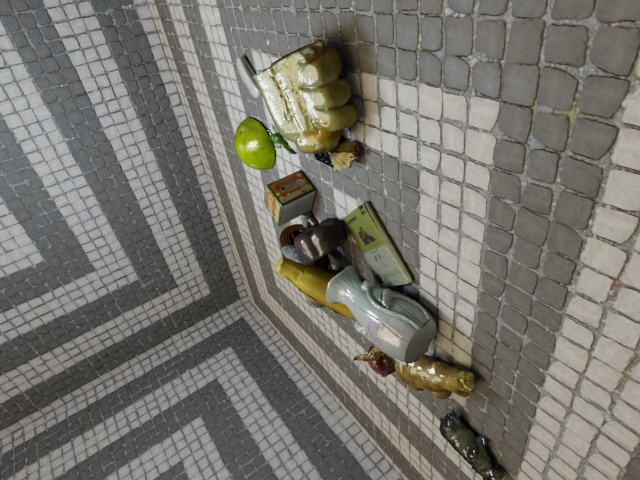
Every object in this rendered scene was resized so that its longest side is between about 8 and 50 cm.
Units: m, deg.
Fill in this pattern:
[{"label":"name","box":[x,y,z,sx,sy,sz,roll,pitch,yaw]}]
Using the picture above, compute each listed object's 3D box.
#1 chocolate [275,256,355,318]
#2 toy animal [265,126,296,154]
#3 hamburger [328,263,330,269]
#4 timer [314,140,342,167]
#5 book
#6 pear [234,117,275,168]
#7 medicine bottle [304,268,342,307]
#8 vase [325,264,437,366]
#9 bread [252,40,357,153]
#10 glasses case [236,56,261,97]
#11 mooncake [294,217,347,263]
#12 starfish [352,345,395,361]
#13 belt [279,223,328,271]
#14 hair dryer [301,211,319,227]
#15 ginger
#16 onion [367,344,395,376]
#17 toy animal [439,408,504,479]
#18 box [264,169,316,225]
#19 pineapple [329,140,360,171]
[{"label":"chocolate","box":[-0.002,0.205,1.892,0.446,0.162,0.162,28,160,-11]},{"label":"toy animal","box":[-0.186,-0.449,1.962,0.217,0.041,0.075,47,152,20]},{"label":"hamburger","box":[-0.014,0.115,2.173,0.141,0.082,0.126,62,157,-2]},{"label":"timer","box":[0.027,-0.365,1.603,0.187,0.055,0.144,39,146,50]},{"label":"book","box":[0.220,0.031,1.663,0.352,0.035,0.239,60,159,3]},{"label":"pear","box":[-0.334,-0.477,2.133,0.239,0.139,0.287,12,128,50]},{"label":"medicine bottle","box":[0.030,0.252,2.147,0.151,0.151,0.322,59,156,7]},{"label":"vase","box":[0.226,0.275,1.641,0.445,0.250,0.249,34,145,38]},{"label":"bread","box":[-0.022,-0.469,1.396,0.301,0.210,0.341,-10,114,42]},{"label":"glasses case","box":[-0.329,-0.750,1.905,0.197,0.049,0.076,61,156,1]},{"label":"mooncake","box":[0.000,0.000,1.823,0.133,0.245,0.245,62,157,-10]},{"label":"starfish","box":[0.301,0.424,1.784,0.302,0.084,0.293,10,109,15]},{"label":"belt","box":[-0.081,0.049,2.060,0.338,0.217,0.122,-127,23,-46]},{"label":"hair dryer","box":[-0.037,-0.078,2.058,0.154,0.054,0.106,43,155,29]},{"label":"ginger","box":[0.449,0.557,1.619,0.375,0.166,0.236,23,129,62]},{"label":"onion","box":[0.287,0.546,1.958,0.159,0.160,0.195,64,168,-6]},{"label":"toy animal","box":[0.616,0.850,1.668,0.343,0.106,0.168,53,155,12]},{"label":"box","box":[-0.146,-0.202,1.951,0.148,0.195,0.177,53,156,20]},{"label":"pineapple","box":[0.074,-0.300,1.481,0.137,0.116,0.069,-45,29,44]}]
